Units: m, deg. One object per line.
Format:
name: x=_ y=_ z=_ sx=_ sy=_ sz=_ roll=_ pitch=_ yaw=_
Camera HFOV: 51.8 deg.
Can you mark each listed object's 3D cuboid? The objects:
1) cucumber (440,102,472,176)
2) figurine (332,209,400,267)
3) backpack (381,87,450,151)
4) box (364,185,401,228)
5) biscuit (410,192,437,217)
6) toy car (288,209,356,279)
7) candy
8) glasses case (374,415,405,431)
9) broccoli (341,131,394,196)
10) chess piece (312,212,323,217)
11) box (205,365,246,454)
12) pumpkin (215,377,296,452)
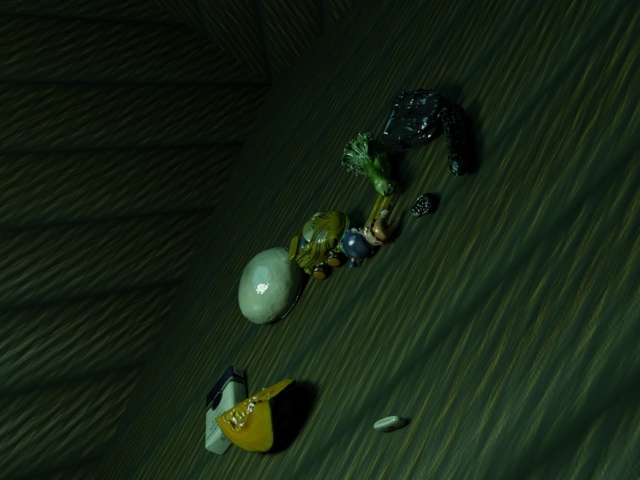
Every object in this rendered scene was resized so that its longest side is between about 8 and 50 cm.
cucumber: x=0.364 y=-0.262 z=1.753 sx=0.072 sy=0.072 sz=0.300 roll=-42 pitch=29 yaw=36
figurine: x=0.126 y=-0.009 z=1.892 sx=0.195 sy=0.111 sz=0.102 roll=-35 pitch=11 yaw=47
backpack: x=0.290 y=-0.370 z=1.999 sx=0.258 sy=0.133 sz=0.206 roll=5 pitch=69 yaw=59
box: x=0.185 y=-0.092 z=1.986 sx=0.156 sy=0.022 sz=0.089 roll=-63 pitch=21 yaw=-12
biscuit: x=0.279 y=-0.091 z=1.773 sx=0.087 sy=0.027 sz=0.089 roll=-47 pitch=25 yaw=28
toy car: x=0.000 y=0.000 z=2.109 sx=0.248 sy=0.142 sz=0.201 roll=-43 pitch=27 yaw=39
candy: x=-0.184 y=0.146 z=2.274 sx=0.295 sy=0.185 sz=0.296 roll=-41 pitch=33 yaw=35
glasses case: x=0.148 y=0.395 z=1.417 sx=0.083 sy=0.032 sz=0.021 roll=-36 pitch=34 yaw=44
broccoli: x=0.164 y=-0.218 z=2.028 sx=0.145 sy=0.165 sz=0.304 roll=-47 pitch=27 yaw=14
chess piece: x=0.026 y=-0.060 z=2.264 sx=0.059 sy=0.059 sz=0.149 roll=-61 pitch=28 yaw=-5
box: x=-0.311 y=0.553 z=2.169 sx=0.168 sy=0.071 sz=0.259 roll=-54 pitch=23 yaw=15
pumpkin: x=-0.140 y=0.492 z=1.853 sx=0.169 sy=0.148 sz=0.312 roll=-23 pitch=-3 yaw=-43
